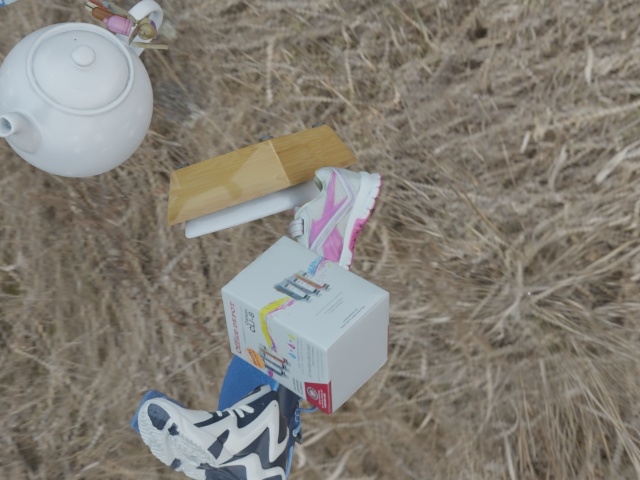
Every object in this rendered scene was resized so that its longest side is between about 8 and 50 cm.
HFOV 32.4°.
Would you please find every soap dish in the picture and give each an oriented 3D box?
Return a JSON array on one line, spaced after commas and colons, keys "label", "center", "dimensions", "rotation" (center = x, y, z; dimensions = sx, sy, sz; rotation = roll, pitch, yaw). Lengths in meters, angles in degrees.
[{"label": "soap dish", "center": [-0.096, -0.103, 1.806], "dimensions": [0.228, 0.291, 0.118], "rotation": [-16, 94, 25]}]

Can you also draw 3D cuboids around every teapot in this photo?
[{"label": "teapot", "center": [-0.354, -0.231, 1.626], "dimensions": [0.252, 0.187, 0.256], "rotation": [1, 65, -19]}]

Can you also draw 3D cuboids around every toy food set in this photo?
[{"label": "toy food set", "center": [-0.237, -0.265, 1.314], "dimensions": [0.122, 0.078, 0.019], "rotation": [36, 115, 28]}]

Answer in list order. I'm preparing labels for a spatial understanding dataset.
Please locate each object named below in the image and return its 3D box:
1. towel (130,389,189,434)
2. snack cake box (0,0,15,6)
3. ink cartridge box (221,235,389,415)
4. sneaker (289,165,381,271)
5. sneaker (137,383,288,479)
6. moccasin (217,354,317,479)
[{"label": "towel", "center": [-0.220, 0.249, 1.528], "dimensions": [0.029, 0.119, 0.067], "rotation": [32, 79, -31]}, {"label": "snack cake box", "center": [-0.422, -0.464, 1.509], "dimensions": [0.152, 0.264, 0.089], "rotation": [-23, 58, -10]}, {"label": "ink cartridge box", "center": [-0.018, 0.105, 1.403], "dimensions": [0.176, 0.128, 0.127], "rotation": [28, 52, 30]}, {"label": "sneaker", "center": [0.000, 0.000, 1.644], "dimensions": [0.111, 0.103, 0.252], "rotation": [21, 77, 0]}, {"label": "sneaker", "center": [-0.127, 0.236, 1.446], "dimensions": [0.235, 0.153, 0.094], "rotation": [36, 138, -21]}, {"label": "moccasin", "center": [-0.090, 0.287, 1.669], "dimensions": [0.137, 0.117, 0.342], "rotation": [2, 70, 45]}]
